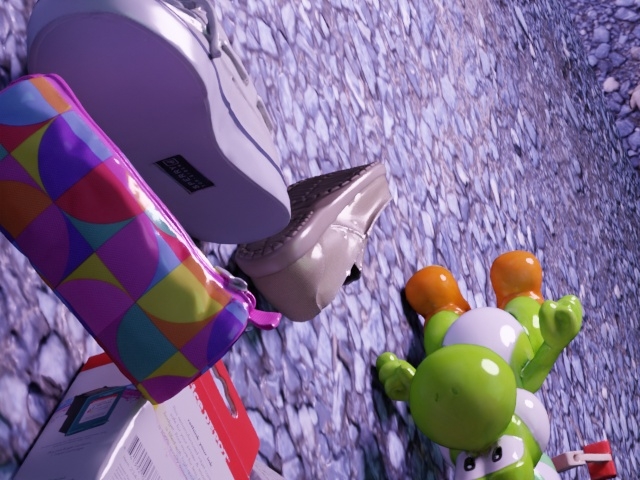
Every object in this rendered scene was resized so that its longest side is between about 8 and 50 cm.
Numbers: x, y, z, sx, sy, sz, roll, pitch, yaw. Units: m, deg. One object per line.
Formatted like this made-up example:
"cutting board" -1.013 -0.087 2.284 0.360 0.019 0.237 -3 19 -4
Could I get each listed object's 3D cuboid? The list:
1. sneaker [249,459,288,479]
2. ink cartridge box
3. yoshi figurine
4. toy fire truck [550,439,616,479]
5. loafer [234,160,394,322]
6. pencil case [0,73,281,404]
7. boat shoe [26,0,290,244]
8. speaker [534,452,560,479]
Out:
"sneaker" -0.061 0.251 1.222 0.094 0.151 0.256 32 0 -8
"ink cartridge box" -0.122 0.160 1.108 0.231 0.078 0.134 -66 136 -61
"yoshi figurine" 0.169 0.127 1.725 0.203 0.203 0.362 24 30 -12
"toy fire truck" 0.287 0.283 2.014 0.192 0.135 0.047 25 52 -65
"loafer" 0.000 0.000 1.539 0.268 0.102 0.092 -43 117 -57
"pencil case" -0.139 -0.004 1.052 0.236 0.104 0.104 47 23 -3
"boat shoe" -0.117 -0.137 1.269 0.367 0.136 0.156 46 34 -58
"speaker" 0.210 0.372 1.752 0.131 0.131 0.296 55 27 -42
